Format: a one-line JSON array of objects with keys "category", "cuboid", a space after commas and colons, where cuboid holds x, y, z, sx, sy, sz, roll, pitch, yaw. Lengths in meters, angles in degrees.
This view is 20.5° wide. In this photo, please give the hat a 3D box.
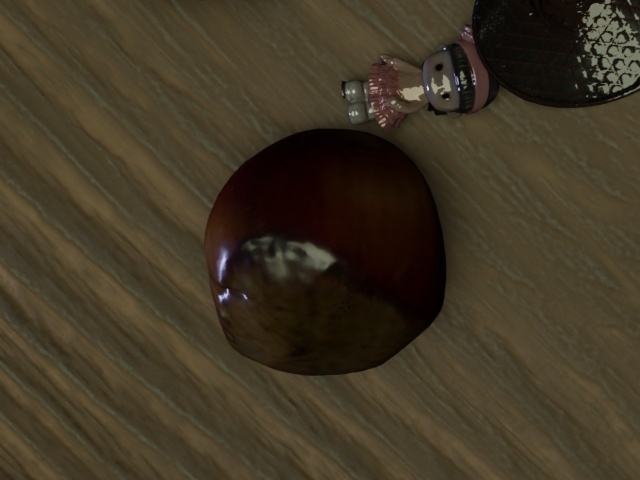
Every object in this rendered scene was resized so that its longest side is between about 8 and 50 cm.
[{"category": "hat", "cuboid": [0.205, -0.201, 1.383, 0.193, 0.082, 0.193, -6, 133, -6]}]

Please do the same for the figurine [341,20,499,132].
[{"category": "figurine", "cuboid": [0.082, -0.129, 1.423, 0.129, 0.054, 0.072, -12, 82, 16]}]

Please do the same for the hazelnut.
[{"category": "hazelnut", "cuboid": [0.000, 0.000, 1.396, 0.208, 0.208, 0.208, 1, 98, 8]}]
